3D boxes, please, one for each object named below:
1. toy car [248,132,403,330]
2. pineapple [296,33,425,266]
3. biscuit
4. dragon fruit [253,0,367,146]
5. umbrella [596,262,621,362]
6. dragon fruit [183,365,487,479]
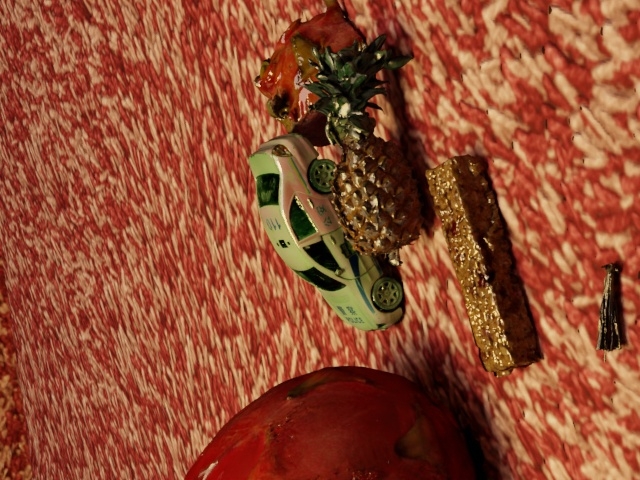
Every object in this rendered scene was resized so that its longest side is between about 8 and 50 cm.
[{"bbox_3d":[0.000,0.000,1.662,0.224,0.076,0.090,62,156,-10],"label":"toy car"},{"bbox_3d":[0.049,-0.082,1.562,0.103,0.083,0.221,-9,97,43],"label":"pineapple"},{"bbox_3d":[0.143,0.022,1.468,0.064,0.034,0.199,-32,73,65],"label":"biscuit"},{"bbox_3d":[-0.018,-0.160,1.657,0.147,0.096,0.102,108,145,-45],"label":"dragon fruit"},{"bbox_3d":[0.229,0.058,1.321,0.031,0.020,0.083,-52,-41,-69],"label":"umbrella"},{"bbox_3d":[0.012,0.272,1.595,0.295,0.302,0.295,42,154,26],"label":"dragon fruit"}]
